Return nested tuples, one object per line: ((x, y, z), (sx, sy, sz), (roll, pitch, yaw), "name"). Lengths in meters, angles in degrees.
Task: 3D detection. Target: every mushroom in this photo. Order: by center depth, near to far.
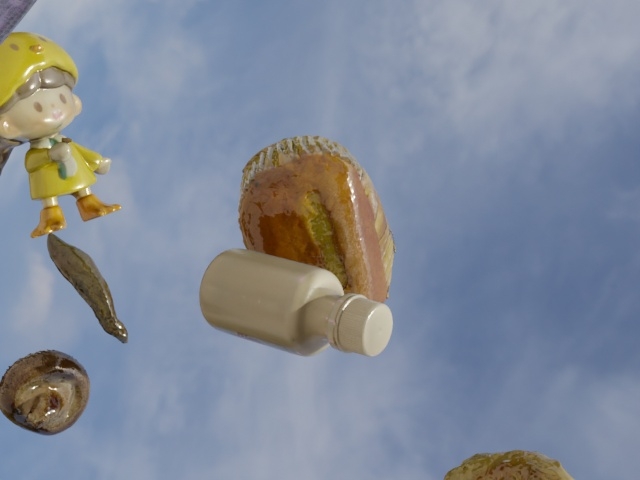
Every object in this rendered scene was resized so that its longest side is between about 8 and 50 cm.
((-0.359, 0.198, 1.432), (0.085, 0.126, 0.109), (-2, -134, 32), "mushroom")

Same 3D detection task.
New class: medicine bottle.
((-0.029, 0.084, 1.379), (0.252, 0.114, 0.114), (12, -96, 37), "medicine bottle")

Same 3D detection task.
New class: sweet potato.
((-0.261, 0.051, 1.249), (0.038, 0.041, 0.153), (-35, -93, -7), "sweet potato")

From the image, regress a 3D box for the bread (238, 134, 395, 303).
((0.000, 0.000, 1.564), (0.204, 0.288, 0.156), (-16, -160, 3), "bread")

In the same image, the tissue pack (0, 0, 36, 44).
((-0.262, -0.148, 0.723), (0.156, 0.051, 0.112), (-45, -114, 15), "tissue pack")

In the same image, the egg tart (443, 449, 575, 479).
((0.206, 0.388, 1.194), (0.341, 0.129, 0.341), (-37, -138, 44), "egg tart")

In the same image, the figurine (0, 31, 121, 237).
((-0.476, -0.182, 1.855), (0.187, 0.215, 0.344), (-21, -90, 34), "figurine")
